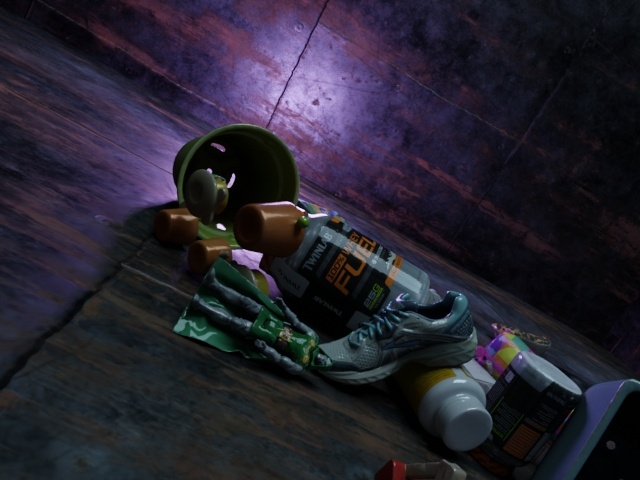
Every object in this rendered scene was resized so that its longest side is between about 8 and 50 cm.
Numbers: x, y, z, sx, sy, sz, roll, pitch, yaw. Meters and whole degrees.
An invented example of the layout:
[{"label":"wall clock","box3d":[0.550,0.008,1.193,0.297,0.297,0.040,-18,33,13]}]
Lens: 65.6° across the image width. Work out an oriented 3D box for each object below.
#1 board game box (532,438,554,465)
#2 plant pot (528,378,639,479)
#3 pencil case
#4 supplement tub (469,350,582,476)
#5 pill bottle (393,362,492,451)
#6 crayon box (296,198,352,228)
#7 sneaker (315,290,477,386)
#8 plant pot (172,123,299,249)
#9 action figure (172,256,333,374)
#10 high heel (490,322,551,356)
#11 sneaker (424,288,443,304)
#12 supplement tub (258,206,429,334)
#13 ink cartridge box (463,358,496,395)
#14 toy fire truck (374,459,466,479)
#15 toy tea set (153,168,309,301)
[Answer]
[{"label":"board game box","box3d":[0.404,0.372,1.029,0.147,0.045,0.193,33,13,10]},{"label":"plant pot","box3d":[0.464,0.370,0.751,0.248,0.247,0.252,34,-4,13]},{"label":"pencil case","box3d":[0.415,0.288,0.980,0.236,0.104,0.104,46,18,25]},{"label":"supplement tub","box3d":[0.333,0.292,0.837,0.117,0.190,0.117,30,13,-8]},{"label":"pill bottle","box3d":[0.203,0.253,0.857,0.117,0.117,0.215,26,13,-21]},{"label":"crayon box","box3d":[0.061,0.025,1.403,0.323,0.083,0.203,49,20,30]},{"label":"sneaker","box3d":[0.117,0.148,0.825,0.283,0.122,0.110,-11,22,-8]},{"label":"plant pot","box3d":[-0.229,-0.142,1.166,0.276,0.275,0.254,22,3,-34]},{"label":"action figure","box3d":[-0.080,0.131,0.736,0.232,0.137,0.063,33,-33,-11]},{"label":"high heel","box3d":[0.707,0.335,1.752,0.186,0.093,0.261,43,25,23]},{"label":"sneaker","box3d":[0.304,0.196,1.357,0.115,0.105,0.281,43,19,21]},{"label":"supplement tub","box3d":[0.045,0.074,1.022,0.316,0.193,0.193,30,12,2]},{"label":"ink cartridge box","box3d":[0.269,0.278,0.973,0.090,0.092,0.143,23,14,-31]},{"label":"toy fire truck","box3d":[0.127,0.284,0.516,0.047,0.192,0.135,26,42,-17]},{"label":"toy tea set","box3d":[-0.159,-0.014,0.896,0.336,0.199,0.124,33,19,35]}]
